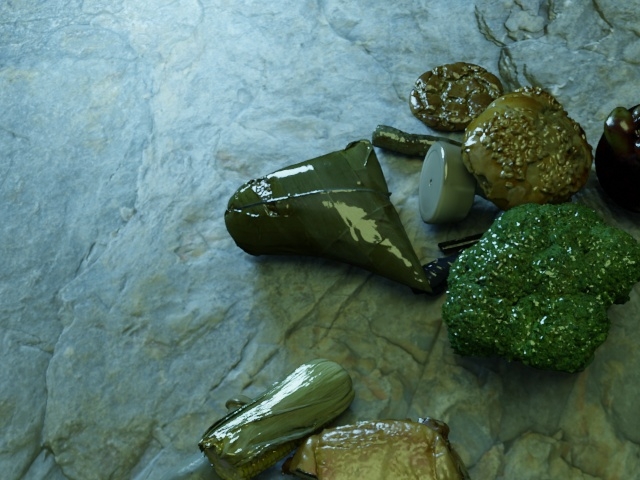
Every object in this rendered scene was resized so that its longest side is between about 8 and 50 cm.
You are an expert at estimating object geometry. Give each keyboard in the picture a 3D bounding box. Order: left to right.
[{"bbox_3d":[0.323,-0.004,1.480,0.155,0.053,0.010,-13,99,2],"label":"keyboard"}]

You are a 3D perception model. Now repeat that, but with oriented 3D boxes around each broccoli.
[{"bbox_3d":[0.388,0.090,1.266,0.321,0.310,0.413,15,27,12],"label":"broccoli"}]

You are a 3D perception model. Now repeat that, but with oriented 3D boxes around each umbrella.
[{"bbox_3d":[0.293,0.050,1.448,0.248,0.071,0.071,-21,57,-14],"label":"umbrella"}]

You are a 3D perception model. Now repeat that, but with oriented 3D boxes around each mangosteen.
[{"bbox_3d":[0.652,-0.173,1.395,0.228,0.265,0.228,-12,63,25],"label":"mangosteen"}]

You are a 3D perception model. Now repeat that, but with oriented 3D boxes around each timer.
[{"bbox_3d":[0.358,-0.108,1.500,0.265,0.175,0.175,6,58,-8],"label":"timer"}]

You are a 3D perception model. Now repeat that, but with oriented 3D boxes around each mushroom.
[{"bbox_3d":[-0.191,0.405,1.292,0.118,0.103,0.270,33,58,17],"label":"mushroom"}]

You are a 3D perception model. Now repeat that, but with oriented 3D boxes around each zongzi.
[{"bbox_3d":[0.000,0.000,1.455,0.356,0.174,0.393,-19,55,-1],"label":"zongzi"}]

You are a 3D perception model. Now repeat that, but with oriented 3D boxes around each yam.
[{"bbox_3d":[0.241,-0.215,1.618,0.252,0.061,0.061,15,62,18],"label":"yam"}]

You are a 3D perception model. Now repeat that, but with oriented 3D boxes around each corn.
[{"bbox_3d":[-0.072,0.315,1.265,0.305,0.122,0.123,-29,70,-35],"label":"corn"}]

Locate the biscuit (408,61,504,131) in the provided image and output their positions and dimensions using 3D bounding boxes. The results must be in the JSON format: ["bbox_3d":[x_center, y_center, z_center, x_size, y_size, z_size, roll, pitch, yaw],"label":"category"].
[{"bbox_3d":[0.323,-0.348,1.698,0.225,0.042,0.226,-5,58,8],"label":"biscuit"}]

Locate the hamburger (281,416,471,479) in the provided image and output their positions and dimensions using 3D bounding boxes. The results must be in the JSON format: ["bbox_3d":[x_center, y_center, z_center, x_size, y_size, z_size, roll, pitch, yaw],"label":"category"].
[{"bbox_3d":[0.108,0.384,1.210,0.282,0.155,0.245,32,67,28],"label":"hamburger"}]

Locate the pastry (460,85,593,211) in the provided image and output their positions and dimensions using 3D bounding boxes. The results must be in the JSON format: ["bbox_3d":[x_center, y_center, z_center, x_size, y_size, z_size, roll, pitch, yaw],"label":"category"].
[{"bbox_3d":[0.422,-0.185,1.408,0.255,0.162,0.311,40,44,4],"label":"pastry"}]
